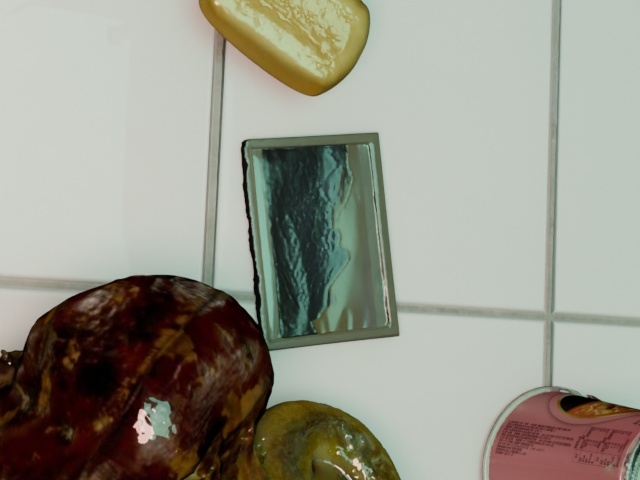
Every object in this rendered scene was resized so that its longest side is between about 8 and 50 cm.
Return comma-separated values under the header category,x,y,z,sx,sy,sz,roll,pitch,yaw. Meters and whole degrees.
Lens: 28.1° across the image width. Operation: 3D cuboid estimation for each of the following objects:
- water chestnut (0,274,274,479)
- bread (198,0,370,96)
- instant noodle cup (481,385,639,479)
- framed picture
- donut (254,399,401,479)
category,x,y,z,sx,sy,sz,roll,pitch,yaw
water chestnut,-0.175,0.207,1.331,0.347,0.335,0.335,45,69,2
bread,-0.048,-0.276,1.557,0.217,0.098,0.147,39,72,-16
instant noodle cup,0.368,0.305,1.627,0.244,0.255,0.244,3,83,-27
framed picture,0.000,0.000,1.605,0.192,0.018,0.265,-6,89,-25
donut,0.001,0.309,1.481,0.208,0.128,0.261,-19,73,-41
